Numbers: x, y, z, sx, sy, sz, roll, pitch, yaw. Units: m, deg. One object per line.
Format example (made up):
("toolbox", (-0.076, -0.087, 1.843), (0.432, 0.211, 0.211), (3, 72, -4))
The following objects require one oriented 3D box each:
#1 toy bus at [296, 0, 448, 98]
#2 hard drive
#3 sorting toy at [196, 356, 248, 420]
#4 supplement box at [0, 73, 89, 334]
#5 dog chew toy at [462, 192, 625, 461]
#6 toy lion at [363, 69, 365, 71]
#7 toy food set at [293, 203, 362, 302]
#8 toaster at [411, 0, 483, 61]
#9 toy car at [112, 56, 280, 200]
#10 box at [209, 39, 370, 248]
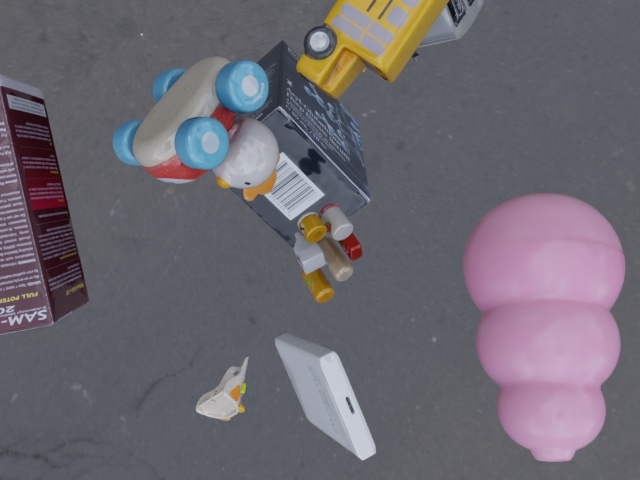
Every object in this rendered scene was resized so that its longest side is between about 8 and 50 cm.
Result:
("toy bus", (0.106, -0.355, 1.117), (0.130, 0.108, 0.332), (36, 97, 10))
("hard drive", (0.002, 0.335, 1.691), (0.047, 0.353, 0.233), (-24, 97, -17))
("sorting toy", (-0.118, 0.192, 1.003), (0.045, 0.075, 0.083), (33, 140, -17))
("supplement box", (-0.307, -0.036, 0.760), (0.073, 0.130, 0.239), (-12, 94, -1))
("dog chew toy", (0.289, 0.112, 0.974), (0.206, 0.206, 0.332), (8, 71, -15))
("toy lion", (0.097, -0.416, 1.610), (0.034, 0.100, 0.096), (16, 117, 10))
("toy food set", (0.000, 0.000, 1.339), (0.111, 0.104, 0.232), (-28, 146, -9))
("toaster", (0.228, -0.482, 1.490), (0.168, 0.110, 0.185), (-55, 131, -34))
("toy car", (-0.150, -0.137, 1.172), (0.238, 0.219, 0.210), (47, 65, -36))
("box", (-0.068, -0.221, 1.717), (0.212, 0.395, 0.293), (-36, 118, 20))
